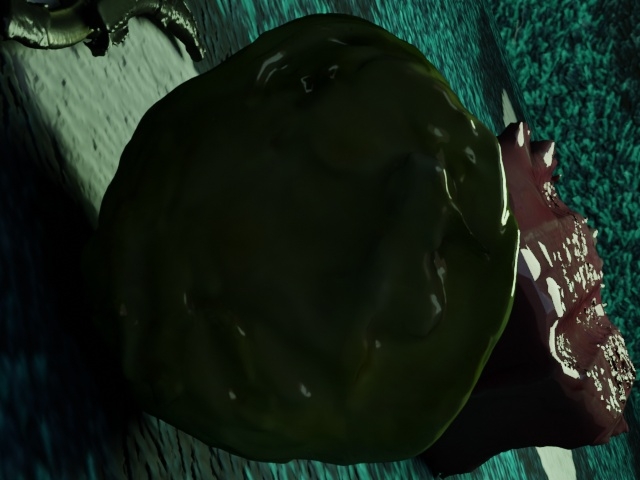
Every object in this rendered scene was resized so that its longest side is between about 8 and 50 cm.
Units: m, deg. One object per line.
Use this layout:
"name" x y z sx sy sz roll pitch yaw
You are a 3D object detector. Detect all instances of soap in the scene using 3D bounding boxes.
"soap" 0.116 0.042 0.969 0.325 0.127 0.220 0 72 -74

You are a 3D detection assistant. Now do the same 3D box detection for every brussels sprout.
"brussels sprout" -0.002 0.000 0.530 0.149 0.151 0.122 64 11 -9

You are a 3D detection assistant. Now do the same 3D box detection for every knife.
"knife" -0.084 -0.096 0.601 0.222 0.021 0.045 -27 101 -76
